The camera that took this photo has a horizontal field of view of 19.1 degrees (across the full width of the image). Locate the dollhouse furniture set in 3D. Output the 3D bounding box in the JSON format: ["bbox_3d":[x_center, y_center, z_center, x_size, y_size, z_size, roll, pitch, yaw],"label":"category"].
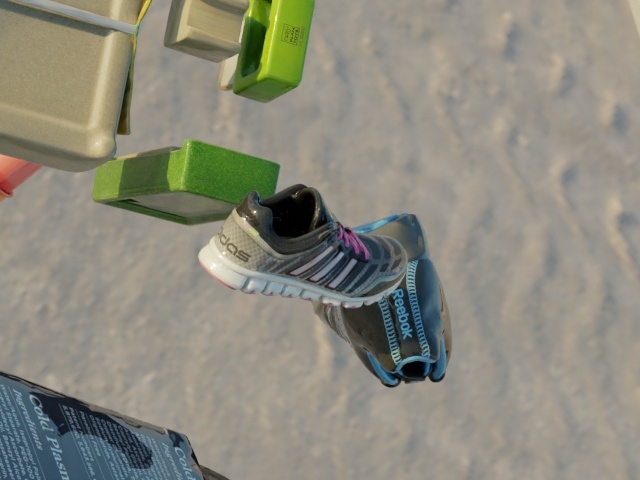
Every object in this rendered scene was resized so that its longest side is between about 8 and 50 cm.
[{"bbox_3d":[-0.180,-0.142,1.496,0.301,0.151,0.197,15,80,-31],"label":"dollhouse furniture set"}]

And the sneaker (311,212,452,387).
[{"bbox_3d":[0.060,0.081,1.800,0.341,0.125,0.140,64,9,-78],"label":"sneaker"}]

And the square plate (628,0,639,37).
[{"bbox_3d":[0.228,-0.151,0.767,0.049,0.347,0.344,-41,121,-29],"label":"square plate"}]

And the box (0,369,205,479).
[{"bbox_3d":[-0.260,0.240,1.111,0.312,0.343,0.179,28,31,-56],"label":"box"}]

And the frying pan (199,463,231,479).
[{"bbox_3d":[-0.071,0.278,1.496,0.197,0.053,0.326,31,17,-21],"label":"frying pan"}]

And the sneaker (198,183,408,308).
[{"bbox_3d":[0.000,0.000,1.356,0.170,0.075,0.063,6,36,-34],"label":"sneaker"}]

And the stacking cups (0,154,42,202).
[{"bbox_3d":[-0.407,-0.014,1.942,0.096,0.316,0.096,55,3,-4],"label":"stacking cups"}]
